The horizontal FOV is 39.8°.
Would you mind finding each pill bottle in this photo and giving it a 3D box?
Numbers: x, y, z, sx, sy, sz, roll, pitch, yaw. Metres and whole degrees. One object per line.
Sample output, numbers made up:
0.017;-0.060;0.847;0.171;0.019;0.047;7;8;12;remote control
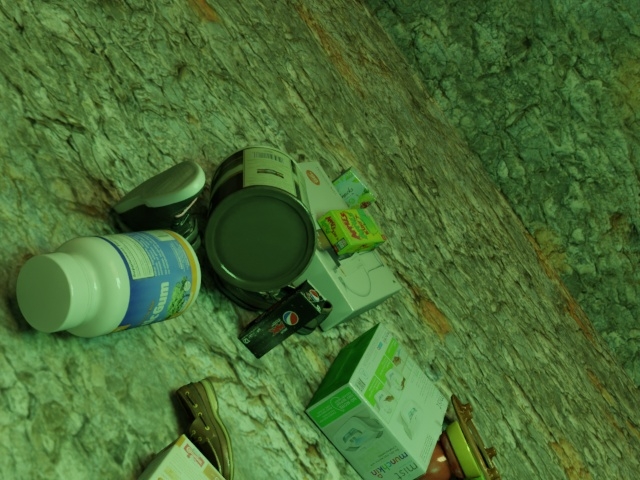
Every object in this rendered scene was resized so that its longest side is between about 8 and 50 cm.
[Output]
-0.321;0.066;1.352;0.152;0.152;0.272;58;28;12;pill bottle

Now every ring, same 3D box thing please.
0.372;0.486;1.929;0.337;0.032;0.336;60;8;-14;ring

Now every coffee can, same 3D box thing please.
-0.116;-0.049;1.689;0.201;0.201;0.275;43;13;-18;coffee can

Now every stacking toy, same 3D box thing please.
0.295;0.552;1.836;0.279;0.130;0.309;57;10;-67;stacking toy

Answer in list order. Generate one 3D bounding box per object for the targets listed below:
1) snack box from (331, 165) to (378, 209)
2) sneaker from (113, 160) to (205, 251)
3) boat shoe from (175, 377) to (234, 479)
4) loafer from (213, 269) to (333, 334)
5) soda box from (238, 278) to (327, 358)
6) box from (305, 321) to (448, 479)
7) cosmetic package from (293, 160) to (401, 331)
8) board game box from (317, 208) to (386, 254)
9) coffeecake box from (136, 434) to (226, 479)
0.057;-0.102;2.162;0.100;0.141;0.037;47;28;-9;snack box
-0.239;-0.041;1.509;0.104;0.295;0.147;-47;109;-28;sneaker
-0.182;0.304;1.392;0.060;0.064;0.178;-8;57;-25;boat shoe
-0.089;0.098;1.752;0.267;0.084;0.096;31;33;-35;loafer
-0.069;0.146;1.630;0.060;0.169;0.053;47;28;-10;soda box
0.123;0.328;1.757;0.231;0.127;0.262;50;26;-6;box
0.000;0.000;2.005;0.377;0.097;0.284;56;24;9;cosmetic package
0.074;-0.022;1.991;0.092;0.043;0.181;59;26;13;board game box
-0.203;0.387;1.237;0.142;0.068;0.185;49;27;-6;coffeecake box
